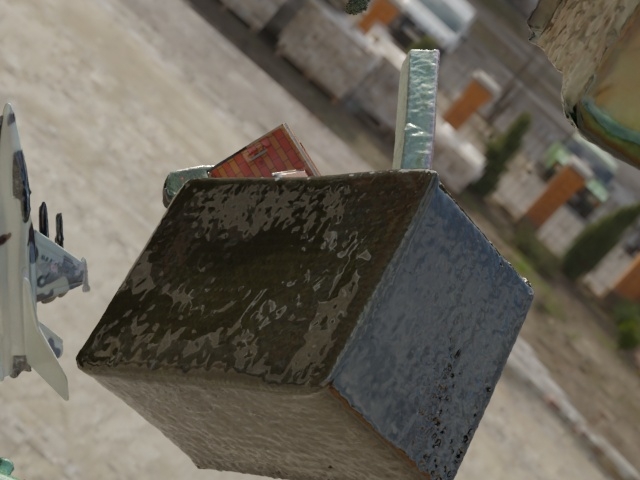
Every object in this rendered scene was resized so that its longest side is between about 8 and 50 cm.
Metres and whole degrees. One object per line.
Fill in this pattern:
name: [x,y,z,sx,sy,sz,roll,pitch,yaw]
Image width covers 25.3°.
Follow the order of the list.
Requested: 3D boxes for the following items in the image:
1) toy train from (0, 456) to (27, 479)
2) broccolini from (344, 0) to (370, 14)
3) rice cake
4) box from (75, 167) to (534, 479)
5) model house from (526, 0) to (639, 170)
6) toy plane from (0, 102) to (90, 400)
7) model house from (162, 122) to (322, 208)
toy train: [-0.096,0.116,0.516,0.103,0.044,0.064,22,48,-8]
broccolini: [0.050,-0.330,1.904,0.030,0.035,0.140,22,23,-6]
rice cake: [0.110,-0.112,1.704,0.051,0.081,0.290,16,51,-10]
box: [-0.013,0.060,1.008,0.273,0.184,0.143,-1,-39,46]
model house: [0.376,-0.216,1.457,0.298,0.243,0.284,20,27,-24]
toy plane: [-0.243,0.011,1.103,0.160,0.082,0.234,-22,107,-50]
model house: [-0.001,-0.001,1.442,0.207,0.154,0.294,-13,63,-41]
